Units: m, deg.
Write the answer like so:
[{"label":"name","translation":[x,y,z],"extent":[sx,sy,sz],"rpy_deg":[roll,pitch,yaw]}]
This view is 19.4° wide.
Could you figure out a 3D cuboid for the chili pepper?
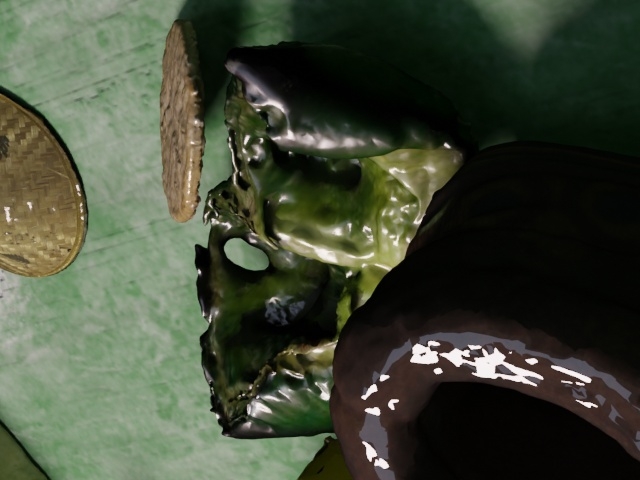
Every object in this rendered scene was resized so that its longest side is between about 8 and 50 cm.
[{"label":"chili pepper","translation":[0.000,-0.002,1.068],"extent":[0.148,0.116,0.264],"rpy_deg":[14,126,1]}]

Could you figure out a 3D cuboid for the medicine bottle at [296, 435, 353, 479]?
[{"label":"medicine bottle","translation":[0.019,0.216,1.154],"extent":[0.124,0.124,0.239],"rpy_deg":[32,140,14]}]

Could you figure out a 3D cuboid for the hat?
[{"label":"hat","translation":[-0.231,-0.024,1.235],"extent":[0.146,0.067,0.146],"rpy_deg":[18,126,25]}]

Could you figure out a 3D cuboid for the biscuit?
[{"label":"biscuit","translation":[-0.081,-0.069,1.083],"extent":[0.015,0.120,0.120],"rpy_deg":[-1,128,-13]}]

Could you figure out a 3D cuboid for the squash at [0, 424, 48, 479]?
[{"label":"squash","translation":[-0.178,0.274,1.364],"extent":[0.203,0.111,0.289],"rpy_deg":[6,120,31]}]

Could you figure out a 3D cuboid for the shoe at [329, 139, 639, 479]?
[{"label":"shoe","translation":[0.200,0.088,0.865],"extent":[0.384,0.237,0.171],"rpy_deg":[18,125,11]}]
